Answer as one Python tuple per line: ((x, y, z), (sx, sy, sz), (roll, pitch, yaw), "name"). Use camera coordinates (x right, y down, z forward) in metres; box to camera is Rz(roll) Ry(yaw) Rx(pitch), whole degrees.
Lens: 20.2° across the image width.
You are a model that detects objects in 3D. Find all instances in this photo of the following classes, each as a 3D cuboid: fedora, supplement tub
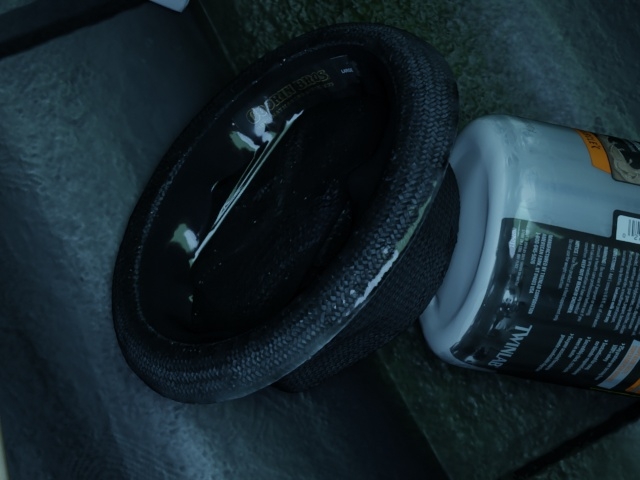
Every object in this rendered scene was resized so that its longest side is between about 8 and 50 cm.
((0.000, 0.000, 1.383), (0.152, 0.334, 0.334), (39, 61, -39), "fedora")
((0.263, 0.025, 1.456), (0.338, 0.207, 0.207), (11, 70, -15), "supplement tub")

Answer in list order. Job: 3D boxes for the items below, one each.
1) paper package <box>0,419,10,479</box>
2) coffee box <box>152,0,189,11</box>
((-0.370, 0.191, 1.224), (0.309, 0.168, 0.325), (-6, 75, -19), "paper package")
((-0.172, -0.446, 1.392), (0.334, 0.338, 0.338), (21, 68, -10), "coffee box")
